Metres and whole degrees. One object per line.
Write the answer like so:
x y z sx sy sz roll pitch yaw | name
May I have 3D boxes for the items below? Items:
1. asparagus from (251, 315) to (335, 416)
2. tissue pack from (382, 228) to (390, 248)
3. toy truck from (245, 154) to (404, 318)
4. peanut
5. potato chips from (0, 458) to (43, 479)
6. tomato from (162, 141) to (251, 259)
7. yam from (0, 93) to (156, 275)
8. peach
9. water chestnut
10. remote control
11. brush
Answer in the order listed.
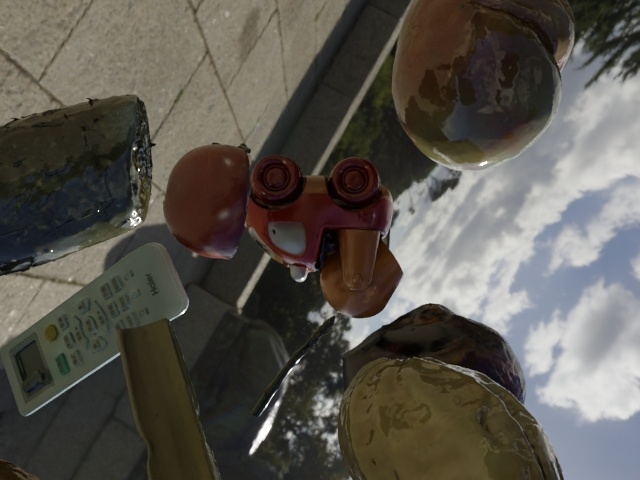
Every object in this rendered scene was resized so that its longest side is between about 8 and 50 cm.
-0.033 0.149 0.679 0.163 0.016 0.016 -52 152 10 | asparagus
0.114 0.013 1.323 0.236 0.073 0.174 -75 -179 -56 | tissue pack
0.000 0.000 0.895 0.189 0.264 0.240 87 5 -82 | toy truck
0.105 0.178 0.343 0.130 0.130 0.290 -63 -144 24 | peanut
-0.331 0.267 0.592 0.208 0.195 0.062 -19 -139 47 | potato chips
-0.135 -0.051 0.662 0.159 0.091 0.139 -153 -108 -70 | tomato
-0.200 -0.034 0.390 0.183 0.107 0.107 -18 170 -6 | yam
0.221 -0.251 0.811 0.292 0.247 0.293 -23 121 -45 | peach
0.205 0.288 1.012 0.334 0.347 0.335 -19 179 0 | water chestnut
-0.296 0.118 0.739 0.293 0.103 0.051 -32 163 14 | remote control
-0.116 0.180 0.466 0.054 0.282 0.048 -12 137 -21 | brush
